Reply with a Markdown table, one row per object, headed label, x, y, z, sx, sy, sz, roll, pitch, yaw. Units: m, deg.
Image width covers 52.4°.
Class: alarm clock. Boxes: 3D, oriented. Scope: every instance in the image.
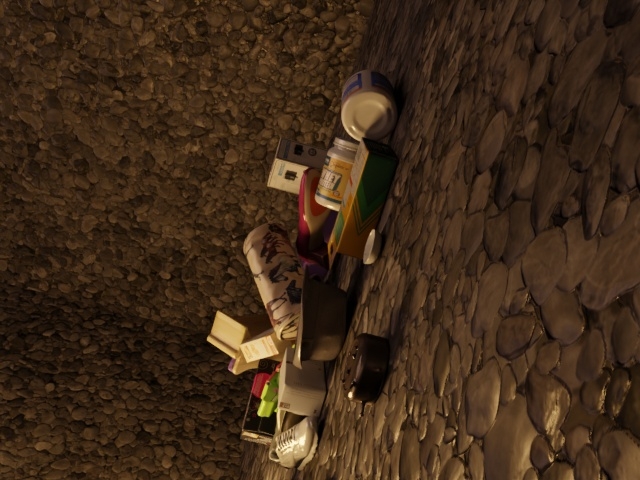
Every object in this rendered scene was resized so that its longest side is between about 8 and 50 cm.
| label | x | y | z | sx | sy | sz | roll | pitch | yaw |
| --- | --- | --- | --- | --- | --- | --- | --- | --- | --- |
| alarm clock | 0.082 | 0.232 | 1.237 | 0.192 | 0.064 | 0.129 | -82 | 9 | -69 |

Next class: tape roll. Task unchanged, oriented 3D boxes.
| label | x | y | z | sx | sy | sz | roll | pitch | yaw |
| --- | --- | --- | --- | --- | --- | --- | --- | --- | --- |
| tape roll | 0.000 | 0.000 | 2.401 | 0.275 | 0.090 | 0.274 | -164 | 90 | -85 |

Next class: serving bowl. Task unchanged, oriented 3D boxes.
| label | x | y | z | sx | sy | sz | roll | pitch | yaw |
| --- | --- | --- | --- | --- | --- | --- | --- | --- | --- |
| serving bowl | 0.125 | 0.017 | 1.509 | 0.083 | 0.027 | 0.083 | -166 | 90 | -84 |

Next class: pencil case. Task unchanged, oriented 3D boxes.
| label | x | y | z | sx | sy | sz | roll | pitch | yaw |
| --- | --- | --- | --- | --- | --- | --- | --- | --- | --- |
| pencil case | -0.114 | 0.119 | 2.060 | 0.160 | 0.184 | 0.410 | 77 | 169 | -52 |

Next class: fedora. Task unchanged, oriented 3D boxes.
| label | x | y | z | sx | sy | sz | roll | pitch | yaw |
| --- | --- | --- | --- | --- | --- | --- | --- | --- | --- |
| fedora | 0.004 | 0.206 | 1.683 | 0.243 | 0.124 | 0.275 | -86 | 4 | -71 |

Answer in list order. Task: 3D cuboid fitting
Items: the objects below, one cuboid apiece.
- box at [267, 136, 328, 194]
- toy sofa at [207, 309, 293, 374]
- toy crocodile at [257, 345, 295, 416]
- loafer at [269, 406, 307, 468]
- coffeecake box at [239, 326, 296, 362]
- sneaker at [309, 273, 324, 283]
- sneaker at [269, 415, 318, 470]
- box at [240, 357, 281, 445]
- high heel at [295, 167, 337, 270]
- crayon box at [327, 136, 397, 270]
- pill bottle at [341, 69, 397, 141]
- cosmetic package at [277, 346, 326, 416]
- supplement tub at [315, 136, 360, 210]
| label | x | y | z | sx | sy | sz | roll | pitch | yaw |
| --- | --- | --- | --- | --- | --- | --- | --- | --- | --- |
| box | -0.010 | -0.213 | 2.076 | 0.169 | 0.290 | 0.087 | 119 | 164 | -59 |
| toy sofa | -0.219 | 0.347 | 2.312 | 0.362 | 0.150 | 0.177 | 4 | -72 | -52 |
| toy crocodile | -0.100 | 0.412 | 1.974 | 0.340 | 0.105 | 0.115 | -43 | -24 | -55 |
| loafer | -0.076 | 0.541 | 1.858 | 0.087 | 0.094 | 0.251 | 35 | 119 | 53 |
| coffeecake box | -0.150 | 0.322 | 2.101 | 0.185 | 0.142 | 0.068 | -25 | 89 | 48 |
| sneaker | -0.035 | 0.178 | 2.265 | 0.146 | 0.122 | 0.330 | -56 | 8 | 8 |
| sneaker | -0.065 | 0.524 | 1.684 | 0.090 | 0.095 | 0.235 | -79 | 9 | -47 |
| box | -0.154 | 0.535 | 2.134 | 0.142 | 0.163 | 0.247 | 109 | 174 | -61 |
| high heel | -0.050 | -0.079 | 2.095 | 0.181 | 0.127 | 0.377 | 28 | 135 | 42 |
| crayon box | 0.104 | -0.090 | 1.701 | 0.203 | 0.083 | 0.323 | -93 | 20 | -71 |
| pill bottle | 0.136 | -0.392 | 1.838 | 0.272 | 0.152 | 0.152 | -84 | 11 | -61 |
| cosmetic package | -0.051 | 0.385 | 1.790 | 0.231 | 0.117 | 0.085 | -104 | 29 | -76 |
| supplement tub | 0.075 | -0.192 | 1.920 | 0.144 | 0.144 | 0.199 | -101 | 27 | -77 |
